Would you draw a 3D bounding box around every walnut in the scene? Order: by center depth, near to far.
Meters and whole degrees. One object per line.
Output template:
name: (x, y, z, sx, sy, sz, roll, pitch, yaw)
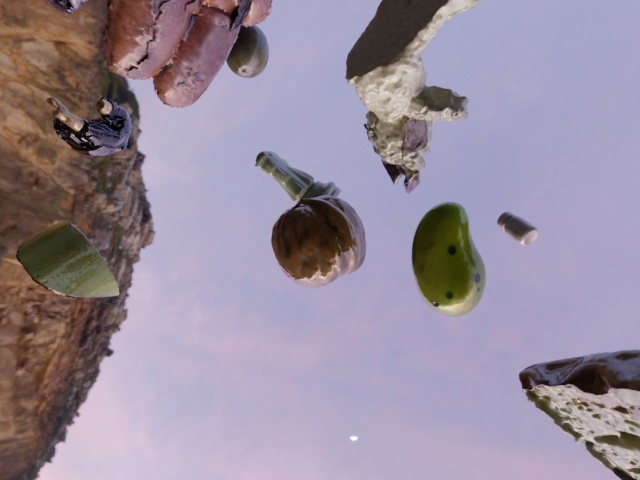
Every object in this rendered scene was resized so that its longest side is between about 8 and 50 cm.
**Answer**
walnut: (0.000, 0.000, 1.365, 0.285, 0.296, 0.285, 35, -40, 36)

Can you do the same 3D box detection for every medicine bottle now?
medicine bottle: (0.465, -0.029, 1.084, 0.052, 0.052, 0.089, -52, -140, 12)

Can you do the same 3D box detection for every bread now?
bread: (0.254, 0.123, 0.300, 0.088, 0.232, 0.128, -39, -89, -21)

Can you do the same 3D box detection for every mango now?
mango: (0.313, 0.051, 1.132, 0.175, 0.143, 0.293, -10, -75, 5)

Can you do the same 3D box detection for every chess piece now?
chess piece: (-0.090, -0.199, 1.551, 0.298, 0.176, 0.175, 39, -76, -7)

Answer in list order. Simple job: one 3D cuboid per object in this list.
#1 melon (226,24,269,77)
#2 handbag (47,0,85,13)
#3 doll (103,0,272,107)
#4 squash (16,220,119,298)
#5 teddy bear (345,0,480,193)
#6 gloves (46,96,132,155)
melon: (-0.161, -0.417, 1.003, 0.098, 0.098, 0.130, -13, -121, 31)
handbag: (-0.258, -0.336, 0.396, 0.127, 0.208, 0.228, 24, -82, 38)
doll: (-0.049, -0.243, 0.356, 0.156, 0.201, 0.303, 23, -86, 13)
squash: (-0.608, 0.051, 1.072, 0.237, 0.155, 0.204, 43, -33, 8)
teddy bear: (0.226, -0.347, 1.047, 0.375, 0.362, 0.327, -49, -135, 5)
gloves: (-0.487, -0.240, 0.960, 0.164, 0.203, 0.124, -28, -83, 13)
